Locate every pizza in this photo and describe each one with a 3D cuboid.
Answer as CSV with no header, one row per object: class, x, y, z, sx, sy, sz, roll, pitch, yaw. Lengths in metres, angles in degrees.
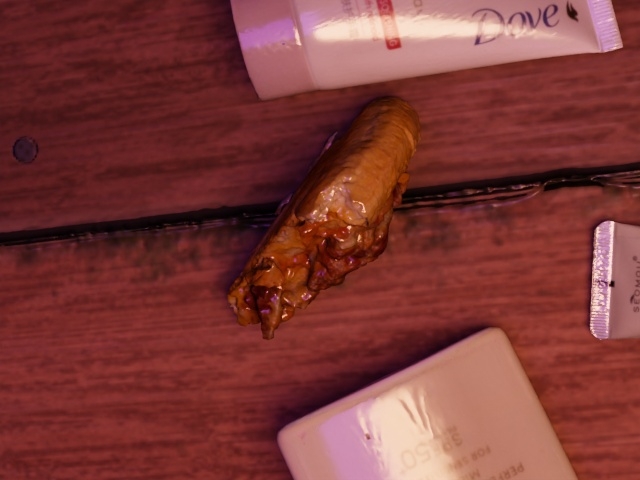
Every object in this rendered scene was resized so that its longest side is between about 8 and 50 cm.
pizza,0.001,0.000,1.017,0.069,0.154,0.194,34,124,-6

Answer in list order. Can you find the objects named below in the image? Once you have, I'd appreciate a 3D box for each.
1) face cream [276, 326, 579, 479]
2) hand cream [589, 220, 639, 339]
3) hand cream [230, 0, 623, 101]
face cream,0.118,0.246,0.989,0.173,0.081,0.349,-24,85,-7
hand cream,0.290,0.032,0.961,0.234,0.050,0.080,3,94,21
hand cream,0.068,-0.158,1.004,0.247,0.083,0.133,-16,90,7
